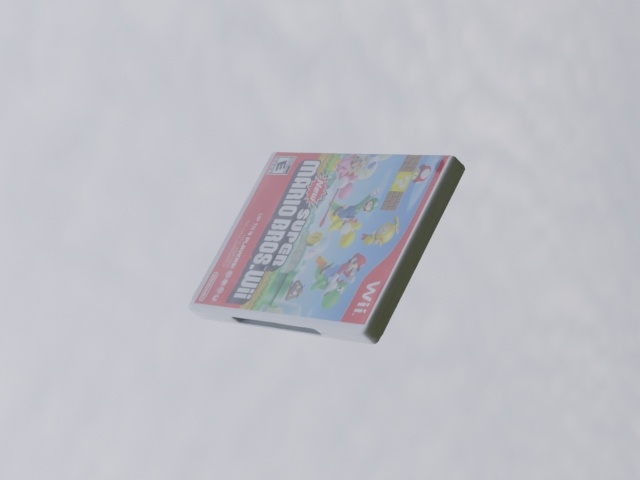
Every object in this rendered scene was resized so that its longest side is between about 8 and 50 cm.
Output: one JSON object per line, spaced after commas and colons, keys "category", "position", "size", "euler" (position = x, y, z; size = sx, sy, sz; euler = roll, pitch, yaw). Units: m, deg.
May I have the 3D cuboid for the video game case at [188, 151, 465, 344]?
{"category": "video game case", "position": [0.000, 0.000, 1.690], "size": [0.025, 0.285, 0.204], "euler": [41, -113, -34]}
